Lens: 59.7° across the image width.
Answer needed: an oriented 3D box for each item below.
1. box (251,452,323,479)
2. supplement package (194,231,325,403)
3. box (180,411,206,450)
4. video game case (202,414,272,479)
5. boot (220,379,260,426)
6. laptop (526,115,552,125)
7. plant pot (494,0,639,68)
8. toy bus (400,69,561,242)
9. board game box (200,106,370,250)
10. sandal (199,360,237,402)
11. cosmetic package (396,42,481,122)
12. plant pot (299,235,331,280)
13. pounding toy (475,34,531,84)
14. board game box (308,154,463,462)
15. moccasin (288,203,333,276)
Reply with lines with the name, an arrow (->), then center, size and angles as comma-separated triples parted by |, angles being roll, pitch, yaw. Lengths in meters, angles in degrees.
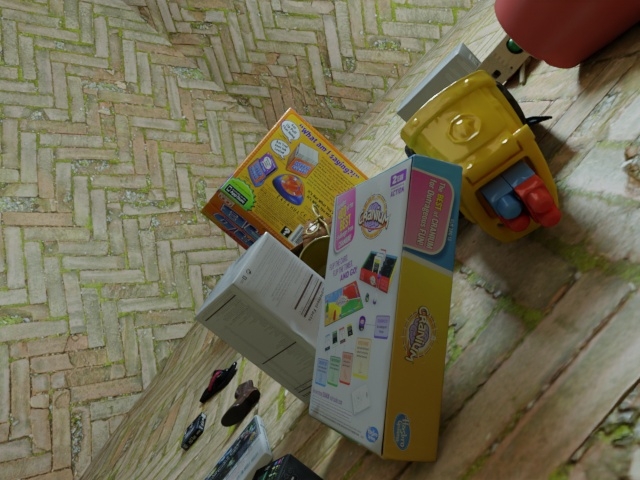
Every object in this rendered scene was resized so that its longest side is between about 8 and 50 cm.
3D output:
box -> -0.049, 0.324, 0.721 | 0.083, 0.062, 0.052 | -41, 12, 37
supplement package -> -0.056, 0.132, 0.926 | 0.139, 0.244, 0.134 | -39, 16, 41
box -> -0.316, 0.477, 1.395 | 0.067, 0.018, 0.083 | -48, 11, 4
video game case -> -0.158, 0.413, 0.970 | 0.190, 0.022, 0.173 | -51, 11, -5
boot -> -0.181, 0.354, 1.223 | 0.106, 0.037, 0.114 | -39, 11, -16
laptop -> 0.265, -0.107, 0.966 | 0.234, 0.136, 0.264 | -40, -31, -72
plant pot -> 0.444, -0.444, 0.932 | 0.275, 0.275, 0.243 | -58, 3, -39
toy bus -> 0.235, -0.074, 0.722 | 0.149, 0.220, 0.211 | -37, 45, 11
board game box -> -0.122, -0.141, 1.841 | 0.356, 0.356, 0.356 | -53, 11, -20
sandal -> -0.292, 0.389, 1.540 | 0.179, 0.040, 0.067 | -44, 12, 28
cosmetic package -> 0.337, -0.403, 1.532 | 0.238, 0.127, 0.107 | -39, 15, 38
plant pot -> 0.022, 0.069, 1.206 | 0.134, 0.134, 0.095 | -52, -16, -15
pounding toy -> 0.442, -0.415, 1.279 | 0.130, 0.100, 0.141 | -49, 0, -2
board game box -> 0.070, 0.079, 0.688 | 0.242, 0.064, 0.316 | 163, 116, -70
moccasin -> 0.001, -0.002, 1.426 | 0.380, 0.147, 0.139 | -40, 14, 40
